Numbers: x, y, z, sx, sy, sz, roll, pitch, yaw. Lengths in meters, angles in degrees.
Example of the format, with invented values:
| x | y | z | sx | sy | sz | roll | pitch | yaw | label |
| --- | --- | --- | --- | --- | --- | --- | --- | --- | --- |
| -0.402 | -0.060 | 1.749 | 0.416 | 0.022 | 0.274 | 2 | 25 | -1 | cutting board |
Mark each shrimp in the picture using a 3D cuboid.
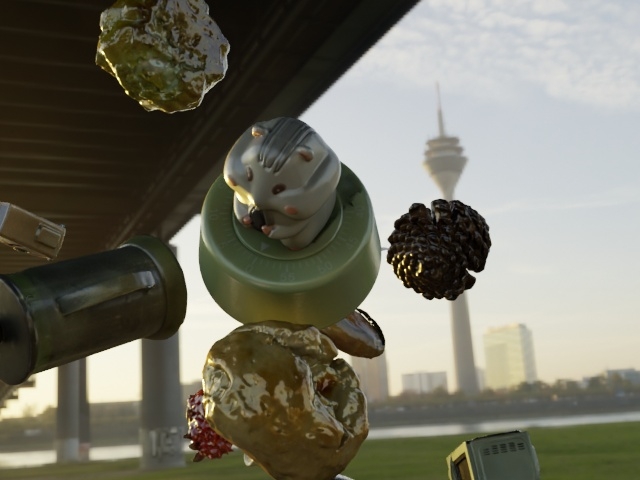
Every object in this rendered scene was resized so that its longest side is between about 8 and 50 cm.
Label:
| x | y | z | sx | sy | sz | roll | pitch | yaw | label |
| --- | --- | --- | --- | --- | --- | --- | --- | --- | --- |
| 0.000 | 0.131 | 1.385 | 0.262 | 0.117 | 0.066 | 32 | -73 | -26 | shrimp |

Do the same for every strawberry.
| x | y | z | sx | sy | sz | roll | pitch | yaw | label |
| --- | --- | --- | --- | --- | --- | --- | --- | --- | --- |
| -0.203 | 0.393 | 2.011 | 0.306 | 0.137 | 0.233 | -29 | 26 | 8 | strawberry |

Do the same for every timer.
| x | y | z | sx | sy | sz | roll | pitch | yaw | label |
| --- | --- | --- | --- | --- | --- | --- | --- | --- | --- |
| -0.049 | -0.052 | 1.175 | 0.291 | 0.290 | 0.315 | -3 | -29 | -1 | timer |

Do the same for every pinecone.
| x | y | z | sx | sy | sz | roll | pitch | yaw | label |
| --- | --- | --- | --- | --- | --- | --- | --- | --- | --- |
| 0.294 | 0.009 | 1.968 | 0.246 | 0.246 | 0.292 | -12 | 10 | 32 | pinecone |

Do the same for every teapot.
| x | y | z | sx | sy | sz | roll | pitch | yaw | label |
| --- | --- | --- | --- | --- | --- | --- | --- | --- | --- |
| -0.395 | 0.108 | 1.363 | 0.270 | 0.200 | 0.337 | -21 | -3 | 41 | teapot |

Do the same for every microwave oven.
| x | y | z | sx | sy | sz | roll | pitch | yaw | label |
| --- | --- | --- | --- | --- | --- | --- | --- | --- | --- |
| 0.369 | 0.491 | 1.756 | 0.162 | 0.122 | 0.208 | -8 | -23 | -7 | microwave oven |

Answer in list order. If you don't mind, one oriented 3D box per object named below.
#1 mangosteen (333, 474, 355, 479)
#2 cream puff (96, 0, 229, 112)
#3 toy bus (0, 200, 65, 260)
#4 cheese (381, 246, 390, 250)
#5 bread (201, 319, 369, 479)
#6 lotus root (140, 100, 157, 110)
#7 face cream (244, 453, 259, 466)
| x | y | z | sx | sy | sz | roll | pitch | yaw | label |
| --- | --- | --- | --- | --- | --- | --- | --- | --- | --- |
| -0.006 | 0.430 | 1.106 | 0.243 | 0.242 | 0.243 | -3 | -13 | -1 | mangosteen |
| -0.327 | -0.380 | 1.638 | 0.185 | 0.281 | 0.282 | -5 | -10 | 43 | cream puff |
| -0.683 | -0.023 | 1.889 | 0.103 | 0.091 | 0.182 | 6 | -17 | 33 | toy bus |
| 0.000 | 0.000 | 1.426 | 0.244 | 0.062 | 0.155 | 7 | 3 | 23 | cheese |
| -0.037 | 0.204 | 1.068 | 0.134 | 0.244 | 0.244 | -36 | -27 | 24 | bread |
| -0.398 | -0.404 | 2.048 | 0.158 | 0.140 | 0.322 | -28 | 14 | -27 | lotus root |
| -0.081 | 0.480 | 1.831 | 0.182 | 0.051 | 0.072 | 6 | -31 | -31 | face cream |
